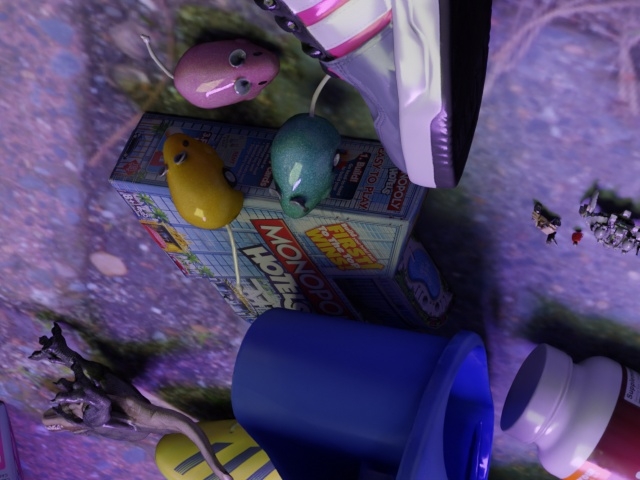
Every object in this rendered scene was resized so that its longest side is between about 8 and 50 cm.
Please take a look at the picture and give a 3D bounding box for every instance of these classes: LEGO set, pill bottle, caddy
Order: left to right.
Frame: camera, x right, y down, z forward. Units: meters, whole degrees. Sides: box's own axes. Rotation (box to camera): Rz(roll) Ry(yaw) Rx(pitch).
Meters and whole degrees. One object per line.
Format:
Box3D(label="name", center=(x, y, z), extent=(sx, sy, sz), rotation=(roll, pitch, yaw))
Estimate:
Box3D(label="caddy", center=(0.037, 0.184, 1.040), extent=(0.179, 0.241, 0.341), rotation=(14, 160, 14))
Box3D(label="LEGO set", center=(0.162, -0.004, 0.963), extent=(0.054, 0.023, 0.083), rotation=(41, 144, -27))
Box3D(label="pill bottle", center=(0.198, 0.129, 1.080), extent=(0.152, 0.086, 0.086), rotation=(26, 148, -6))

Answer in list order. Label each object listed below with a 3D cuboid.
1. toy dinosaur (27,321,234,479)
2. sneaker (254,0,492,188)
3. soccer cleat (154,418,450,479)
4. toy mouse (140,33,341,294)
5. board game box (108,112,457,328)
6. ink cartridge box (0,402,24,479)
Box3D(label="toy dinosaur", center=(-0.168, 0.128, 1.307), extent=(0.118, 0.064, 0.268), rotation=(42, 161, -28))
Box3D(label="sneaker", center=(-0.022, -0.143, 0.770), extent=(0.178, 0.124, 0.296), rotation=(5, 137, 19))
Box3D(label="soccer cleat", center=(-0.003, 0.165, 1.288), extent=(0.289, 0.093, 0.121), rotation=(9, 116, 30))
Box3D(label="toy mouse", center=(-0.040, -0.065, 0.944), extent=(0.143, 0.031, 0.161), rotation=(-30, 90, 28))
Box3D(label="board game box", center=(0.000, 0.000, 1.037), extent=(0.194, 0.060, 0.194), rotation=(0, 142, 34))
Box3D(label="ink cartridge box", center=(-0.281, 0.325, 1.487), extent=(0.065, 0.311, 0.186), rotation=(-8, 148, -8))
